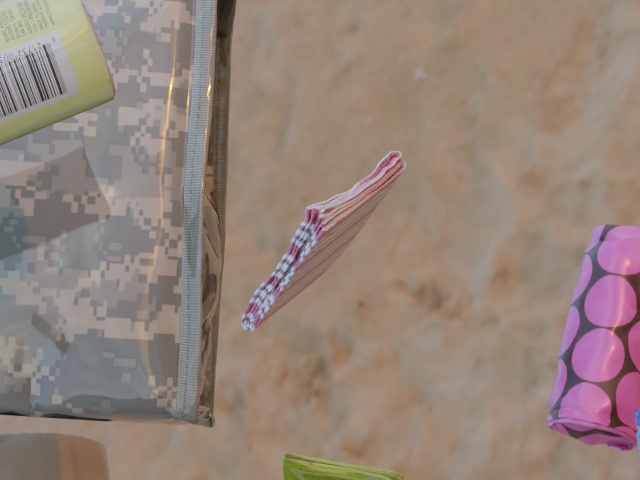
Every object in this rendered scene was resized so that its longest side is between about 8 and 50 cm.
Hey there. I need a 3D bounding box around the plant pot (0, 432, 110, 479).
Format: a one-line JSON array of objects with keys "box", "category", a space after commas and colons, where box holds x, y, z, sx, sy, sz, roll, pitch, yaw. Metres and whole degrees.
[{"box": [-0.291, 0.284, 1.375, 0.284, 0.284, 0.191, 134, 127, -58], "category": "plant pot"}]

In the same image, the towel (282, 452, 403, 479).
[{"box": [0.020, 0.281, 1.384, 0.021, 0.102, 0.237, -46, -42, -59], "category": "towel"}]

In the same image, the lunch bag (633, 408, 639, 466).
[{"box": [0.285, 0.226, 1.096, 0.293, 0.138, 0.221, -25, -72, -83], "category": "lunch bag"}]

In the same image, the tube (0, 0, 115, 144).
[{"box": [-0.216, -0.053, 0.802, 0.070, 0.240, 0.062, -123, 15, -47], "category": "tube"}]

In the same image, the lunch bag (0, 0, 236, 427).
[{"box": [-0.172, -0.040, 1.023, 0.169, 0.235, 0.287, 85, -172, -84], "category": "lunch bag"}]

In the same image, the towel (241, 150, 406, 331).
[{"box": [0.000, 0.000, 1.730, 0.144, 0.029, 0.197, -37, -12, -42], "category": "towel"}]

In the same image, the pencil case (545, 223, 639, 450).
[{"box": [0.274, 0.090, 1.603, 0.095, 0.098, 0.209, -3, 60, 48], "category": "pencil case"}]
